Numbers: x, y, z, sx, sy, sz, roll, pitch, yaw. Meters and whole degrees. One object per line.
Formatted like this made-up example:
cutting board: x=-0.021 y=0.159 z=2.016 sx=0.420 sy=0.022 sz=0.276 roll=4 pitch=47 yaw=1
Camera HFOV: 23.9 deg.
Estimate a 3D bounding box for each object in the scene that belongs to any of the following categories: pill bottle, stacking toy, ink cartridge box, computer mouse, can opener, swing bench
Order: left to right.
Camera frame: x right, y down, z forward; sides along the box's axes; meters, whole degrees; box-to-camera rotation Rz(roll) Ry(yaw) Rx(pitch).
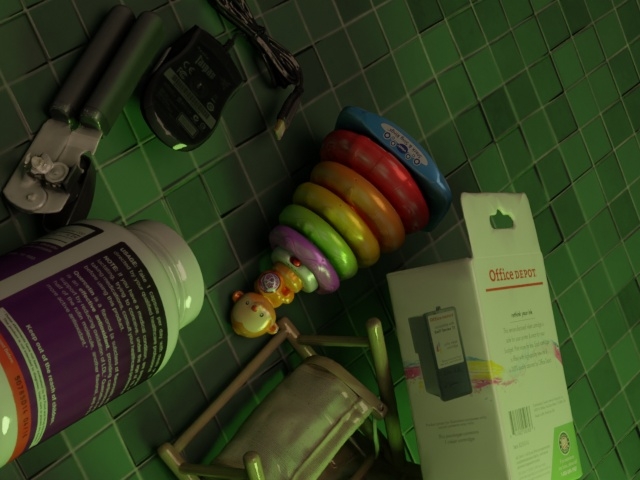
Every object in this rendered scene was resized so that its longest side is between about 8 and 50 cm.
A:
pill bottle: x=-0.267 y=0.091 z=1.499 sx=0.323 sy=0.181 sz=0.181 roll=-29 pitch=104 yaw=-45
can opener: x=-0.252 y=-0.133 z=1.638 sx=0.093 sy=0.074 sz=0.280 roll=71 pitch=38 yaw=-59
computer mouse: x=-0.118 y=-0.166 z=1.764 sx=0.184 sy=0.060 sz=0.262 roll=46 pitch=45 yaw=-24
swing bench: x=-0.008 y=0.261 z=1.742 sx=0.253 sy=0.165 sz=0.255 roll=-45 pitch=120 yaw=-37
stacking toy: x=0.000 y=0.000 z=1.801 sx=0.175 sy=0.166 sz=0.302 roll=42 pitch=74 yaw=7
ink cartridge box: x=0.189 y=0.125 z=1.783 sx=0.207 sy=0.119 sz=0.353 roll=-2 pitch=81 yaw=-59
